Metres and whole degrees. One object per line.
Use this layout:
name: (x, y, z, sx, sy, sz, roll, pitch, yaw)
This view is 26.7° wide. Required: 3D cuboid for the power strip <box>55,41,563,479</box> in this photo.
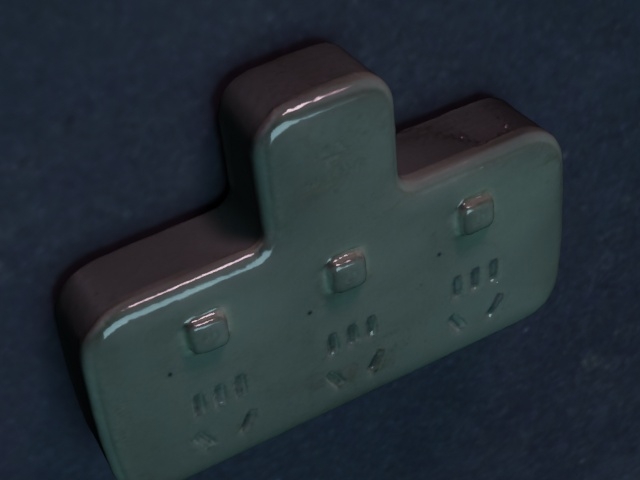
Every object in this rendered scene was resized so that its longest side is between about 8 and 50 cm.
power strip: (0.000, 0.000, 0.654, 0.265, 0.059, 0.194, -23, 133, -19)
